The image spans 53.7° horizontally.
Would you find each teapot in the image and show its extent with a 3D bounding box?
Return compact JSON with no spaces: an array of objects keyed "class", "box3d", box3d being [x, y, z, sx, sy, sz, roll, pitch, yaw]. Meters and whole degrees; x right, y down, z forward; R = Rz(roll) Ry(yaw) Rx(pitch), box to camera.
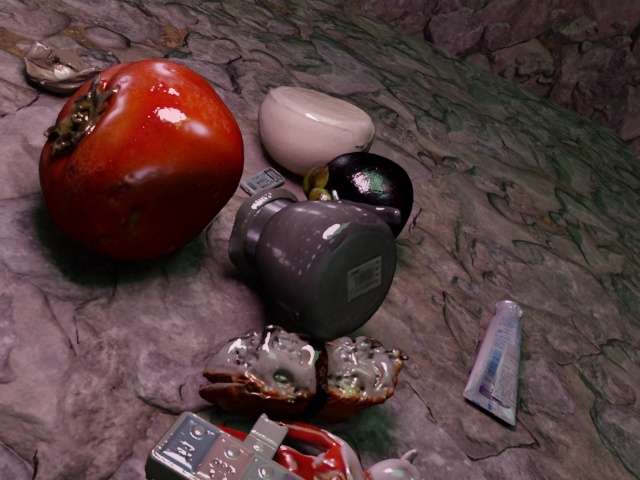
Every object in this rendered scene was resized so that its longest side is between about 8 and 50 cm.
[{"class":"teapot","box3d":[-0.012,-0.011,1.111,0.285,0.223,0.305,25,69,41]}]

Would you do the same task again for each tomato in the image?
[{"class":"tomato","box3d":[-0.288,-0.130,1.034,0.290,0.325,0.293,33,13,-50]}]

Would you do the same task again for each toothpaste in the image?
[{"class":"toothpaste","box3d":[0.369,0.242,1.305,0.114,0.073,0.299,33,42,0]}]

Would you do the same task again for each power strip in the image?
[{"class":"power strip","box3d":[-0.091,0.286,0.788,0.215,0.061,0.145,29,33,8]}]

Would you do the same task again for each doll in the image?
[{"class":"doll","box3d":[-0.014,0.332,0.872,0.384,0.099,0.188,10,41,-19]}]

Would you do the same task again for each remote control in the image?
[{"class":"remote control","box3d":[-0.129,-0.131,1.413,0.053,0.018,0.124,40,35,10]}]

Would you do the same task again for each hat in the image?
[{"class":"hat","box3d":[-0.523,-0.349,1.347,0.147,0.085,0.175,26,10,11]}]

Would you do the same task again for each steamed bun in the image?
[{"class":"steamed bun","box3d":[-0.019,-0.245,1.495,0.283,0.177,0.283,16,24,-8]}]

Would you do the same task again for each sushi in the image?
[{"class":"sushi","box3d":[-0.019,0.206,0.979,0.332,0.124,0.130,13,59,-24]}]

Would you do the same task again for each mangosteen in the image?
[{"class":"mangosteen","box3d":[0.070,-0.077,1.342,0.243,0.243,0.243,21,36,-16]}]
